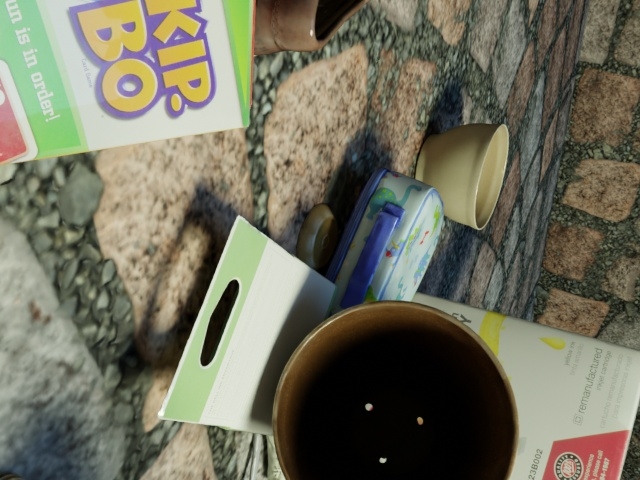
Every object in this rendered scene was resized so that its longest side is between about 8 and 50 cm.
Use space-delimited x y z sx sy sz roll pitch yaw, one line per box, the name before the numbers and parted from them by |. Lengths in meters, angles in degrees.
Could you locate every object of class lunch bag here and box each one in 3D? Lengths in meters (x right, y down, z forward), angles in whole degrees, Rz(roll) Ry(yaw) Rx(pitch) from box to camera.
lunch bag | 0.071 0.028 0.813 0.219 0.090 0.176 -67 163 1

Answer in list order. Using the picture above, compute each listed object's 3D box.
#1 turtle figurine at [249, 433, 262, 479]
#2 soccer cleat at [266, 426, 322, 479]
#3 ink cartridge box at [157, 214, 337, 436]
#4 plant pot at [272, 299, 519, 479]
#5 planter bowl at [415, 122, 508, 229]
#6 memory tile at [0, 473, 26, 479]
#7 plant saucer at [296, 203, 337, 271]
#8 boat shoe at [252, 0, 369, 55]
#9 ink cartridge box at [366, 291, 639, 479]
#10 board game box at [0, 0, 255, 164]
turtle figurine | -0.048 0.395 0.664 0.275 0.198 0.266 -42 133 -45
soccer cleat | -0.033 0.251 0.781 0.076 0.068 0.196 -56 152 -32
ink cartridge box | -0.070 0.086 0.621 0.235 0.056 0.171 39 68 -60
plant pot | 0.075 0.192 0.698 0.230 0.215 0.215 72 39 -71
planter bowl | 0.211 -0.106 1.033 0.162 0.109 0.162 -43 140 -50
memory tile | -0.215 0.231 0.449 0.113 0.012 0.148 -56 150 -35
plant saucer | 0.000 0.000 0.763 0.083 0.015 0.083 -41 139 -50
boat shoe | 0.035 -0.250 0.562 0.342 0.123 0.123 -52 147 -40
ink cartridge box | 0.274 0.270 1.057 0.279 0.385 0.160 -60 149 -28
board game box | -0.123 -0.110 0.356 0.259 0.039 0.124 -22 124 -47
